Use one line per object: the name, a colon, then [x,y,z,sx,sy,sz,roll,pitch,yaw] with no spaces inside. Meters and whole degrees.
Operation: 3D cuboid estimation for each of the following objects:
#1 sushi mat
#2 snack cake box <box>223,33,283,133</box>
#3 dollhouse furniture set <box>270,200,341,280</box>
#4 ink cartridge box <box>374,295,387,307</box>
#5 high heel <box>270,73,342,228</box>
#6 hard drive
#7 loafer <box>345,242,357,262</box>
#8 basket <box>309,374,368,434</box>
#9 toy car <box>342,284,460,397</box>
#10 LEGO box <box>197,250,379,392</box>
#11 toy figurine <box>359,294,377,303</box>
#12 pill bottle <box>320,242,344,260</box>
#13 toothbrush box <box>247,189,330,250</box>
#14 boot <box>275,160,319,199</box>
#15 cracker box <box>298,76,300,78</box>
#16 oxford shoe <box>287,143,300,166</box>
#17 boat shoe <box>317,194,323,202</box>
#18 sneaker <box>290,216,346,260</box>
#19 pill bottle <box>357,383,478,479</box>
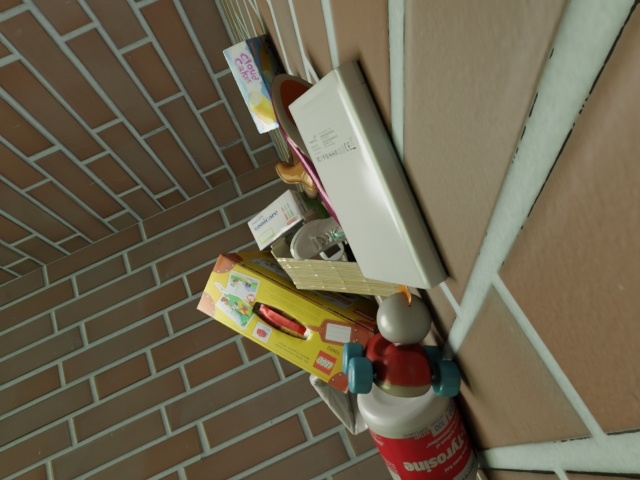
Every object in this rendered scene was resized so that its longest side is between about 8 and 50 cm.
sushi mat: [0.053,0.092,1.200,0.151,0.317,0.019,58,-136,-44]
snack cake box: [-0.177,-0.484,1.496,0.264,0.089,0.152,66,-150,-20]
dollhouse furniture set: [0.000,0.000,1.363,0.135,0.259,0.262,54,-179,-13]
ink cartridge box: [0.183,0.153,1.295,0.104,0.062,0.181,-121,5,-66]
high heel: [-0.001,-0.172,1.041,0.377,0.127,0.181,61,166,11]
hard drive: [0.069,-0.093,0.814,0.352,0.047,0.233,66,161,-10]
loafer: [0.141,0.079,1.634,0.170,0.062,0.061,62,156,-7]
basket: [0.166,0.509,1.899,0.331,0.329,0.266,56,-174,-19]
toy car: [0.170,0.191,1.030,0.210,0.220,0.237,-134,48,-84]
LEGO box: [-0.055,0.221,1.511,0.501,0.193,0.372,26,-172,16]
toy figurine: [0.124,0.258,1.851,0.213,0.210,0.148,-125,20,-73]
pill bottle: [0.049,0.037,2.257,0.221,0.121,0.121,-170,55,-86]
toothbrush box: [-0.079,-0.062,1.715,0.283,0.206,0.122,6,-126,-58]
boot: [-0.058,-0.242,1.576,0.197,0.073,0.152,39,140,18]
cracker box: [-0.060,-0.347,1.354,0.232,0.067,0.155,-140,25,-83]
oxford shoe: [-0.098,-0.368,2.006,0.076,0.076,0.212,66,-166,-68]
boat shoe: [-0.003,-0.211,1.634,0.063,0.066,0.184,-1,108,65]
sneaker: [0.028,-0.018,1.157,0.080,0.212,0.094,64,164,-21]
pill bottle: [0.266,0.515,1.239,0.229,0.229,0.407,-121,6,-67]
